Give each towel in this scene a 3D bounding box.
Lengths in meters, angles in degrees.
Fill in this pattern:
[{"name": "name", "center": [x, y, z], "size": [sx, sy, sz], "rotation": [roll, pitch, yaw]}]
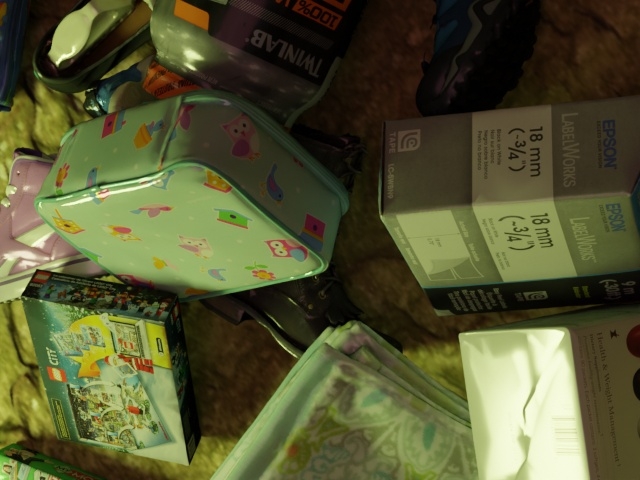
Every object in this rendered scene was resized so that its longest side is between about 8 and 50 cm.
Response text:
[{"name": "towel", "center": [0.041, 0.302, 1.456], "size": [0.320, 0.090, 0.374], "rotation": [34, 102, -12]}]

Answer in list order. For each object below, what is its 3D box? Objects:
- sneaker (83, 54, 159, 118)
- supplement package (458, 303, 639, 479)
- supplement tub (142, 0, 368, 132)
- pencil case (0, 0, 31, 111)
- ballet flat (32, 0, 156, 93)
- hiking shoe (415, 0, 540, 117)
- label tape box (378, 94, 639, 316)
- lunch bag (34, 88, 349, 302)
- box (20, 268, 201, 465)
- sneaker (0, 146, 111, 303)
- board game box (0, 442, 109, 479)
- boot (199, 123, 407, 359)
[{"name": "sneaker", "center": [-0.214, -0.140, 1.503], "size": [0.084, 0.152, 0.058], "rotation": [-25, 114, 21]}, {"name": "supplement package", "center": [0.264, 0.165, 1.347], "size": [0.149, 0.203, 0.194], "rotation": [-7, 90, 53]}, {"name": "supplement tub", "center": [-0.044, -0.263, 1.402], "size": [0.193, 0.193, 0.316], "rotation": [25, 96, 11]}, {"name": "pencil case", "center": [-0.360, -0.284, 1.537], "size": [0.133, 0.119, 0.306], "rotation": [24, 104, 35]}, {"name": "ballet flat", "center": [-0.199, -0.253, 1.510], "size": [0.280, 0.096, 0.095], "rotation": [-43, 84, 15]}, {"name": "hiking shoe", "center": [0.147, -0.239, 1.381], "size": [0.132, 0.113, 0.304], "rotation": [16, 66, 25]}, {"name": "label tape box", "center": [0.244, -0.030, 1.334], "size": [0.333, 0.241, 0.106], "rotation": [-5, 64, 16]}, {"name": "lunch bag", "center": [-0.124, -0.035, 1.381], "size": [0.279, 0.224, 0.108], "rotation": [-10, 54, 43]}, {"name": "box", "center": [-0.219, 0.138, 1.521], "size": [0.159, 0.044, 0.233], "rotation": [10, 135, 13]}, {"name": "sneaker", "center": [-0.332, -0.014, 1.566], "size": [0.282, 0.102, 0.161], "rotation": [-16, 89, 26]}, {"name": "board game box", "center": [-0.309, 0.418, 1.644], "size": [0.213, 0.046, 0.317], "rotation": [19, 101, 13]}, {"name": "boot", "center": [0.000, 0.000, 1.488], "size": [0.263, 0.091, 0.229], "rotation": [24, 103, 14]}]
